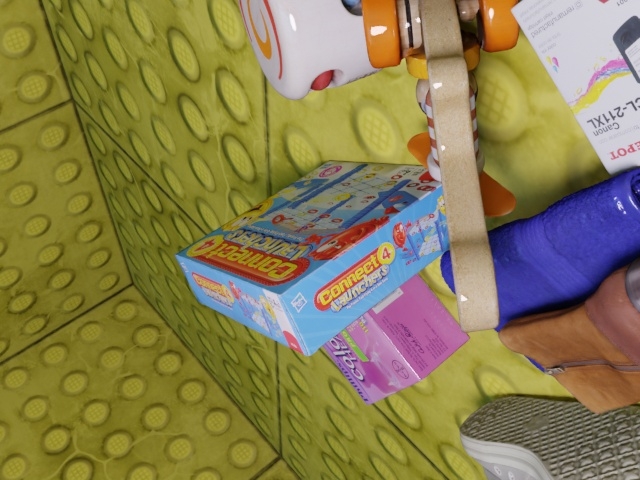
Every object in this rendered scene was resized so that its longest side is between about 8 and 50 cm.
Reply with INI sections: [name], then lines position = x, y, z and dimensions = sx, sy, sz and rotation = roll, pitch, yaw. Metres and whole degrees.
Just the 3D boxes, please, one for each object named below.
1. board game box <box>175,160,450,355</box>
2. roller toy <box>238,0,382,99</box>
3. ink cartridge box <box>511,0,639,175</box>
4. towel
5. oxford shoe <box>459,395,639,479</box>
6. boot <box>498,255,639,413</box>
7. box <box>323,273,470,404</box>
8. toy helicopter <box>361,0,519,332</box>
[board game box]
position = 0.000, 0.000, 0.915
dimensions = 0.308, 0.302, 0.086
rotation = 12, 131, 55
[roller toy]
position = -0.003, -0.268, 0.770
dimensions = 0.209, 0.146, 0.191
rotation = 83, 162, -48
[ink cartridge box]
position = 0.260, -0.156, 0.545
dimensions = 0.175, 0.072, 0.127
rotation = 58, 154, -3
[towel]
position = 0.286, 0.046, 0.694
dimensions = 0.228, 0.076, 0.308
rotation = 42, 153, -7
[oxford shoe]
position = 0.335, 0.293, 0.839
dimensions = 0.130, 0.169, 0.449
rotation = 61, 161, -3
[boot]
position = 0.322, 0.140, 0.609
dimensions = 0.264, 0.096, 0.280
rotation = 34, 155, 3
[box]
position = 0.094, 0.141, 1.130
dimensions = 0.213, 0.117, 0.243
rotation = 52, 155, 8
[toy helicopter]
position = 0.130, -0.078, 0.659
dimensions = 0.235, 0.140, 0.354
rotation = 66, -160, -63
